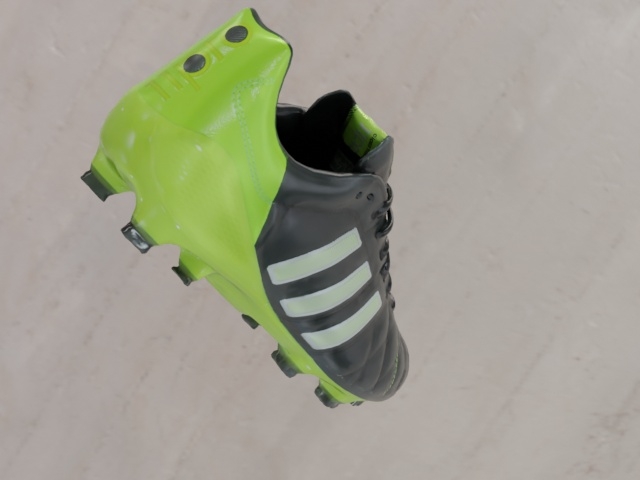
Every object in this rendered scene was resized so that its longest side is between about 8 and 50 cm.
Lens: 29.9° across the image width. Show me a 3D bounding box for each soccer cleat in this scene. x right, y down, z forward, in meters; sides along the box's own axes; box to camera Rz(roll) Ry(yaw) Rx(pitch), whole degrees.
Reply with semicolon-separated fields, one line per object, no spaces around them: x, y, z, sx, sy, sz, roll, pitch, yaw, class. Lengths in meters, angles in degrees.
0.000;0.000;0.370;0.072;0.179;0.060;-43;55;0;soccer cleat
